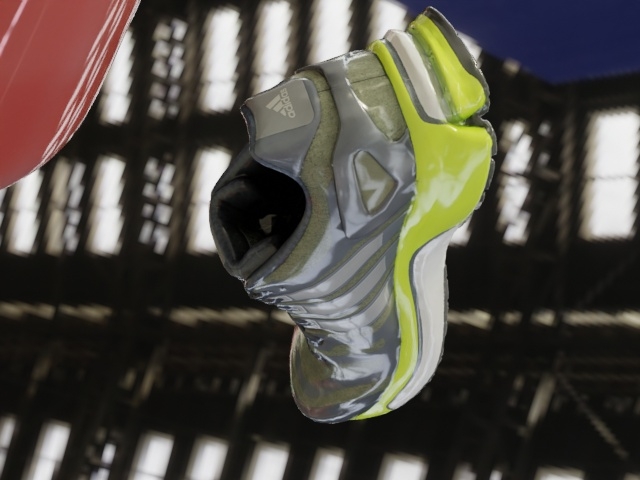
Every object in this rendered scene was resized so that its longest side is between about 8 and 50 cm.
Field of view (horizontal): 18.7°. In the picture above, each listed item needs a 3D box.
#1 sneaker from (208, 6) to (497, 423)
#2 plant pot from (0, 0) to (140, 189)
[{"bbox_3d":[0.000,0.000,1.010,0.300,0.121,0.111,98,-25,-51],"label":"sneaker"},{"bbox_3d":[-0.194,-0.186,0.995,0.243,0.275,0.275,141,-45,-56],"label":"plant pot"}]
